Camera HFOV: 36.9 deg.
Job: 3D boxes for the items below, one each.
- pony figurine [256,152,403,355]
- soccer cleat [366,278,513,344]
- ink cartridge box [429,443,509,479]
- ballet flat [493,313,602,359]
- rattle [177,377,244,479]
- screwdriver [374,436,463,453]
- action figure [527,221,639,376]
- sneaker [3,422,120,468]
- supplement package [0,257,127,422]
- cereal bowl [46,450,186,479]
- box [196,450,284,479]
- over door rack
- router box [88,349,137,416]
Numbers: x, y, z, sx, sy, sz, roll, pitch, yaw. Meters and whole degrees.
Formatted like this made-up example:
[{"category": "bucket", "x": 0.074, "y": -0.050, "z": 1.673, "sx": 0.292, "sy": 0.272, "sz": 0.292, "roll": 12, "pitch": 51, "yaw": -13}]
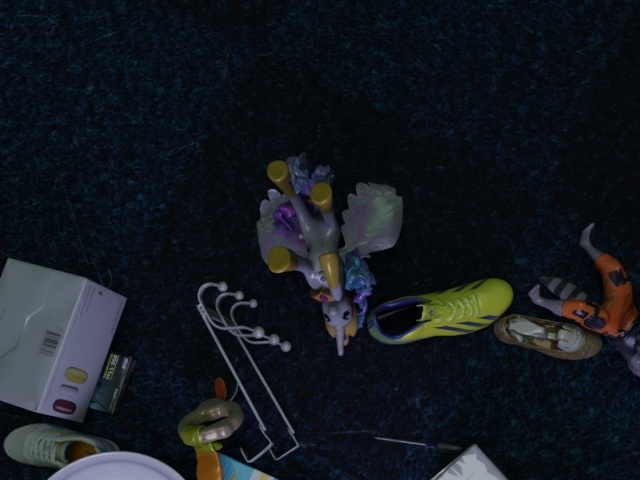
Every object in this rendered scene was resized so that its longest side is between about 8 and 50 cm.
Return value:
[{"category": "pony figurine", "x": 0.000, "y": 0.000, "z": 1.802, "sx": 0.302, "sy": 0.363, "sz": 0.351, "roll": -9, "pitch": 59, "yaw": 11}, {"category": "soccer cleat", "x": 0.230, "y": 0.136, "z": 1.822, "sx": 0.289, "sy": 0.121, "sz": 0.093, "roll": -15, "pitch": 74, "yaw": 2}, {"category": "ink cartridge box", "x": 0.318, "y": 0.499, "z": 1.678, "sx": 0.117, "sy": 0.201, "sz": 0.278, "roll": -41, "pitch": 75, "yaw": -6}, {"category": "ballet flat", "x": 0.433, "y": 0.182, "z": 1.816, "sx": 0.206, "sy": 0.067, "sz": 0.073, "roll": 7, "pitch": 76, "yaw": 7}, {"category": "rattle", "x": -0.184, "y": 0.361, "z": 1.809, "sx": 0.130, "sy": 0.200, "sz": 0.143, "roll": -31, "pitch": 100, "yaw": 7}, {"category": "screwdriver", "x": 0.187, "y": 0.386, "z": 1.821, "sx": 0.169, "sy": 0.025, "sz": 0.024, "roll": 4, "pitch": 77, "yaw": 16}, {"category": "action figure", "x": 0.591, "y": 0.123, "z": 1.801, "sx": 0.330, "sy": 0.178, "sz": 0.341, "roll": 43, "pitch": 54, "yaw": 8}, {"category": "sneaker", "x": -0.508, "y": 0.399, "z": 1.851, "sx": 0.228, "sy": 0.092, "sz": 0.087, "roll": 4, "pitch": 78, "yaw": 9}, {"category": "supplement package", "x": -0.533, "y": 0.194, "z": 1.855, "sx": 0.204, "sy": 0.145, "sz": 0.262, "roll": 12, "pitch": 77, "yaw": 25}, {"category": "cereal bowl", "x": -0.373, "y": 0.558, "z": 1.736, "sx": 0.338, "sy": 0.141, "sz": 0.339, "roll": 3, "pitch": 69, "yaw": -7}, {"category": "box", "x": -0.113, "y": 0.487, "z": 1.801, "sx": 0.244, "sy": 0.060, "sz": 0.101, "roll": 21, "pitch": 79, "yaw": 11}, {"category": "over door rack", "x": -0.112, "y": 0.240, "z": 1.775, "sx": 0.108, "sy": 0.239, "sz": 0.324, "roll": -21, "pitch": 74, "yaw": 6}, {"category": "router box", "x": -0.429, "y": 0.278, "z": 1.900, "sx": 0.092, "sy": 0.038, "sz": 0.123, "roll": 14, "pitch": 78, "yaw": 9}]
